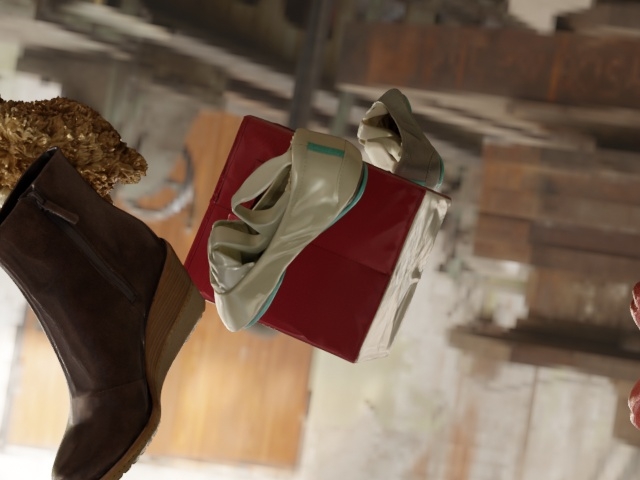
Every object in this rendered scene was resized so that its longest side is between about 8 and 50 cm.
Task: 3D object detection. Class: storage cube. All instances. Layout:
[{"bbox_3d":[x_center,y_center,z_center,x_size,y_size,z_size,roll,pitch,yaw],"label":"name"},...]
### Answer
[{"bbox_3d":[0.000,0.000,1.673,0.193,0.183,0.215,23,-177,13],"label":"storage cube"}]

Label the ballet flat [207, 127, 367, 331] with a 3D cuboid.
[{"bbox_3d":[-0.051,-0.010,1.461,0.086,0.086,0.248,10,138,-30],"label":"ballet flat"}]

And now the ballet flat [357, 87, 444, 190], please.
[{"bbox_3d":[0.077,-0.115,1.876,0.068,0.072,0.213,2,-153,-16],"label":"ballet flat"}]

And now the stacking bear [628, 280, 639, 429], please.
[{"bbox_3d":[0.339,0.163,1.406,0.164,0.175,0.289,1,-155,10],"label":"stacking bear"}]

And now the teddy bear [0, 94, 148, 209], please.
[{"bbox_3d":[-0.313,-0.070,1.616,0.338,0.113,0.245,18,156,35],"label":"teddy bear"}]

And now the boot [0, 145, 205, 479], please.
[{"bbox_3d":[-0.211,0.071,1.394,0.090,0.248,0.207,-15,129,43],"label":"boot"}]
